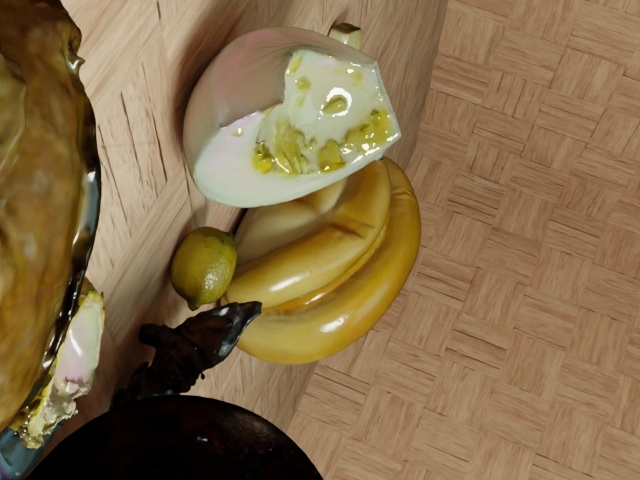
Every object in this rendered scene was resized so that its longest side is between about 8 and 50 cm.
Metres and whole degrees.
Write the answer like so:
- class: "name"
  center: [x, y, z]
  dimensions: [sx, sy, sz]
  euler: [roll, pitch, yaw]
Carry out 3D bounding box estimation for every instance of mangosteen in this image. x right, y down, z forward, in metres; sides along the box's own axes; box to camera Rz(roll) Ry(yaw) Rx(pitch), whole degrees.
- class: "mangosteen"
  center: [-0.131, 0.344, 0.831]
  dimensions: [0.380, 0.421, 0.381]
  euler: [-8, 102, -41]

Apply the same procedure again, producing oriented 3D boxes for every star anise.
- class: "star anise"
  center: [-0.195, 0.150, 1.077]
  dimensions: [0.272, 0.102, 0.272]
  euler: [-43, -176, 3]

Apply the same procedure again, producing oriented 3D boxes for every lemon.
- class: "lemon"
  center: [-0.150, 0.036, 1.086]
  dimensions: [0.082, 0.082, 0.111]
  euler: [43, 69, -80]

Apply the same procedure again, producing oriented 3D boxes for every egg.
- class: "egg"
  center: [-0.059, -0.151, 0.963]
  dimensions: [0.271, 0.162, 0.206]
  euler: [-2, 153, -46]

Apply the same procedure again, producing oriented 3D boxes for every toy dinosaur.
- class: "toy dinosaur"
  center: [-0.281, 0.196, 0.794]
  dimensions: [0.080, 0.045, 0.197]
  euler: [-59, 178, -10]

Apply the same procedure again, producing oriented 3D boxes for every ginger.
- class: "ginger"
  center: [-0.202, 0.000, 0.460]
  dimensions: [0.165, 0.172, 0.321]
  euler: [21, 92, -43]

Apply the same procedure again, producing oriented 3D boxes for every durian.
- class: "durian"
  center: [-0.239, 0.098, 0.750]
  dimensions: [0.224, 0.078, 0.140]
  euler: [121, -21, -83]

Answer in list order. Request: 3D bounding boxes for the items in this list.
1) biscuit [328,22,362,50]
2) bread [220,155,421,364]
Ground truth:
- class: "biscuit"
  center: [0.021, -0.277, 1.464]
  dimensions: [0.056, 0.052, 0.188]
  euler: [-27, 140, -52]
- class: "bread"
  center: [-0.024, -0.010, 1.392]
  dimensions: [0.245, 0.328, 0.424]
  euler: [51, 49, -30]
